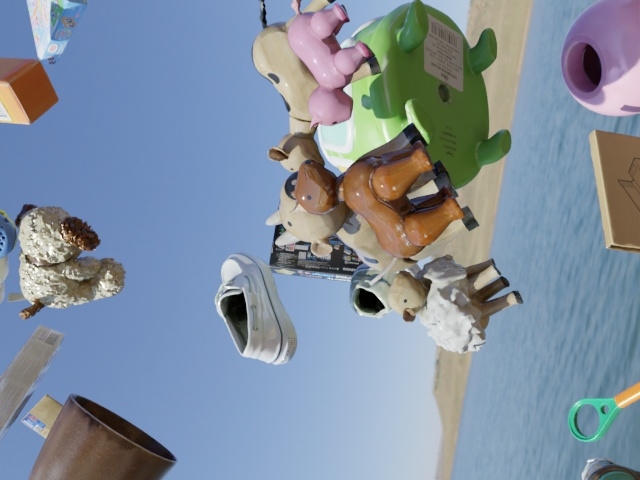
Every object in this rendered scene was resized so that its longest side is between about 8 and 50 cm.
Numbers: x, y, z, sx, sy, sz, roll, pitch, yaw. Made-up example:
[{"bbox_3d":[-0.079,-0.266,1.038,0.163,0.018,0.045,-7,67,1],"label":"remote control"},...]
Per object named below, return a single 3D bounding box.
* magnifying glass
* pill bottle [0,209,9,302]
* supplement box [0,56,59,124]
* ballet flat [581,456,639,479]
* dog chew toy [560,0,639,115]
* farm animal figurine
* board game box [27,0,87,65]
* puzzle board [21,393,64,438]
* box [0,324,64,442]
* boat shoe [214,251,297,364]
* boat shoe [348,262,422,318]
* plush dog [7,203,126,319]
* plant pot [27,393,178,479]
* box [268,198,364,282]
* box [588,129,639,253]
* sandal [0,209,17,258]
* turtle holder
[{"bbox_3d":[0.624,0.359,1.278,0.092,0.026,0.231,-94,27,-42],"label":"magnifying glass"},{"bbox_3d":[-0.748,0.038,1.283,0.131,0.131,0.229,-57,-15,-55],"label":"pill bottle"},{"bbox_3d":[-0.541,-0.241,0.942,0.080,0.234,0.078,81,-153,-44],"label":"supplement box"},{"bbox_3d":[0.404,0.336,0.814,0.203,0.074,0.074,23,-107,-30],"label":"ballet flat"},{"bbox_3d":[0.593,-0.342,1.029,0.206,0.332,0.206,161,90,-79],"label":"dog chew toy"},{"bbox_3d":[0.031,-0.062,0.611,0.327,0.172,0.330,44,-159,-43],"label":"farm animal figurine"},{"bbox_3d":[-0.490,-0.446,1.094,0.039,0.212,0.160,-8,-102,-38],"label":"board game box"},{"bbox_3d":[-0.668,0.456,1.495,0.096,0.128,0.011,-45,16,4],"label":"puzzle board"},{"bbox_3d":[-0.641,0.310,1.248,0.324,0.067,0.063,-84,18,-58],"label":"box"},{"bbox_3d":[-0.104,0.079,0.814,0.076,0.226,0.083,12,-70,-33],"label":"boat shoe"},{"bbox_3d":[0.096,0.095,1.110,0.094,0.109,0.302,-34,-7,-17],"label":"boat shoe"},{"bbox_3d":[-0.582,0.030,1.287,0.210,0.263,0.225,-44,-36,-56],"label":"plush dog"},{"bbox_3d":[-0.392,0.410,0.978,0.230,0.215,0.215,-57,-23,-17],"label":"plant pot"},{"bbox_3d":[0.000,0.000,1.383,0.051,0.221,0.175,90,-174,-68],"label":"box"},{"bbox_3d":[0.511,-0.073,0.933,0.021,0.165,0.201,121,154,-64],"label":"box"},{"bbox_3d":[-0.701,-0.042,1.036,0.126,0.318,0.138,-65,23,6],"label":"sandal"},{"bbox_3d":[0.121,-0.155,0.847,0.243,0.228,0.320,-27,-79,-41],"label":"turtle holder"}]
